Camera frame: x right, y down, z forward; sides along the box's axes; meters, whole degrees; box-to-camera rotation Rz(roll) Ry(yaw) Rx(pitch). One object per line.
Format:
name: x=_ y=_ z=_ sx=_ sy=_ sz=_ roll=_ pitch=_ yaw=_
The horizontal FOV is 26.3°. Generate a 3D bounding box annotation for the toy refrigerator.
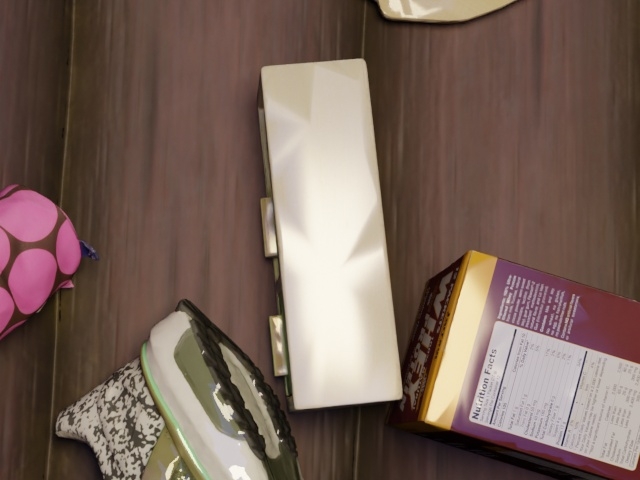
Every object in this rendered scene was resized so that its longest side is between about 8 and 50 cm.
toy refrigerator: x=0.000 y=0.000 z=1.099 sx=0.094 sy=0.102 sz=0.269 roll=-6 pitch=82 yaw=-6

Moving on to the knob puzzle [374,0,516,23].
knob puzzle: x=0.105 y=-0.268 z=1.185 sx=0.213 sy=0.030 sz=0.213 roll=1 pitch=80 yaw=-5

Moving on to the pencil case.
pencil case: x=-0.269 y=0.047 z=1.032 sx=0.095 sy=0.098 sz=0.209 roll=14 pitch=39 yaw=30

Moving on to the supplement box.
supplement box: x=0.170 y=0.108 z=1.050 sx=0.194 sy=0.191 sz=0.129 roll=18 pitch=80 yaw=-2

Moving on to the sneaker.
sneaker: x=-0.081 y=0.259 z=1.036 sx=0.182 sy=0.158 sz=0.410 roll=-29 pitch=67 yaw=12
